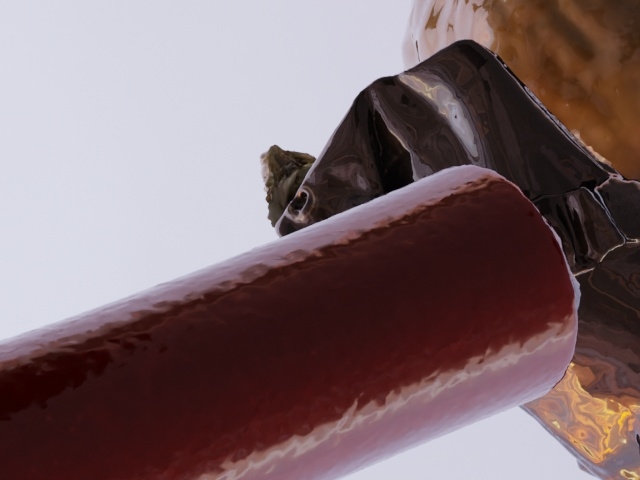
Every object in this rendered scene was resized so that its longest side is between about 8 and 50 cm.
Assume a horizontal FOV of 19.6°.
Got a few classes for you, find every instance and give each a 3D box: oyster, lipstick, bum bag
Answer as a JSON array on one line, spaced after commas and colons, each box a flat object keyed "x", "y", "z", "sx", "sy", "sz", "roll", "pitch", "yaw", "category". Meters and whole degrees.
[{"x": -0.001, "y": 0.000, "z": 1.172, "sx": 0.098, "sy": 0.037, "sz": 0.100, "roll": 19, "pitch": -116, "yaw": -21, "category": "oyster"}, {"x": -0.037, "y": 0.047, "z": 0.514, "sx": 0.241, "sy": 0.080, "sz": 0.080, "roll": -20, "pitch": -108, "yaw": -32, "category": "lipstick"}, {"x": 0.104, "y": 0.030, "z": 0.741, "sx": 0.248, "sy": 0.060, "sz": 0.123, "roll": 36, "pitch": -62, "yaw": -2, "category": "bum bag"}]

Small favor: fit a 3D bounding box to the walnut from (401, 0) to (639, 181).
[{"x": 0.165, "y": -0.066, "z": 0.951, "sx": 0.252, "sy": 0.313, "sz": 0.277, "roll": 3, "pitch": -66, "yaw": 0, "category": "walnut"}]
